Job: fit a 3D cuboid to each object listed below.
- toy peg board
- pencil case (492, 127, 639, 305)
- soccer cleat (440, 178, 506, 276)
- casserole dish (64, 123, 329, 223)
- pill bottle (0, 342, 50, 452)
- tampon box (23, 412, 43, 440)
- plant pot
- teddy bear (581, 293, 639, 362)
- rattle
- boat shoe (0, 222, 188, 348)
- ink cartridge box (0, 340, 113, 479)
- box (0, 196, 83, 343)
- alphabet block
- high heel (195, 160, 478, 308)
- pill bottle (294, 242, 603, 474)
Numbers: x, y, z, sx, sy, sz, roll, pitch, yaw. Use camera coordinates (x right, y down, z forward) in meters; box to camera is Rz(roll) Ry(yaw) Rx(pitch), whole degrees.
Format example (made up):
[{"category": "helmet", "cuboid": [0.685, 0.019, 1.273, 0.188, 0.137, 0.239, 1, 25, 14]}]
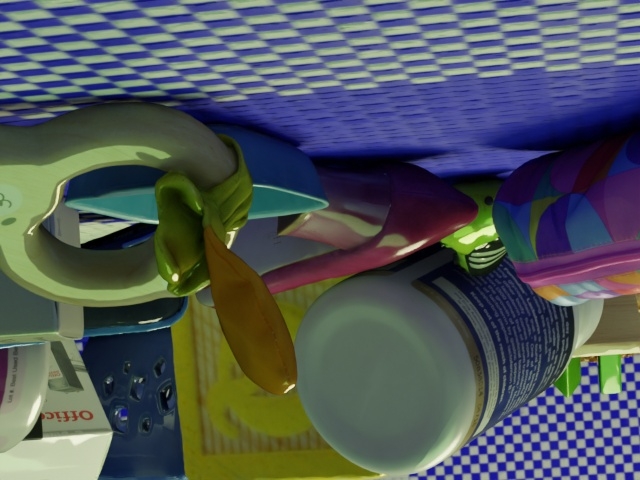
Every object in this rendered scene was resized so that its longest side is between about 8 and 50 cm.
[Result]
[{"category": "toy peg board", "cuboid": [0.198, 0.071, 1.704, 0.161, 0.079, 0.160, -4, -142, 3]}, {"category": "pencil case", "cuboid": [0.191, -0.018, 1.078, 0.104, 0.104, 0.236, -2, 174, -24]}, {"category": "soccer cleat", "cuboid": [0.125, -0.011, 1.351, 0.072, 0.060, 0.179, -10, 172, 11]}, {"category": "casserole dish", "cuboid": [-0.065, -0.035, 1.037, 0.114, 0.037, 0.188, -5, 174, 17]}, {"category": "pill bottle", "cuboid": [-0.367, 0.084, 1.408, 0.301, 0.169, 0.169, 1, 173, -37]}, {"category": "tampon box", "cuboid": [-0.313, 0.103, 1.698, 0.101, 0.161, 0.120, -2, 175, -24]}, {"category": "plant pot", "cuboid": [-0.125, 0.142, 2.010, 0.236, 0.212, 0.236, 0, 173, -39]}, {"category": "teddy bear", "cuboid": [0.387, 0.038, 1.966, 0.338, 0.113, 0.245, -11, -177, -9]}, {"category": "rattle", "cuboid": [-0.125, 0.013, 0.879, 0.200, 0.143, 0.130, 8, 150, -27]}, {"category": "boat shoe", "cuboid": [-0.221, 0.025, 1.355, 0.258, 0.089, 0.109, -7, -169, -36]}, {"category": "ink cartridge box", "cuboid": [-0.316, 0.146, 1.877, 0.158, 0.218, 0.092, -1, 134, -30]}, {"category": "box", "cuboid": [-0.295, 0.026, 1.213, 0.275, 0.094, 0.113, -4, 176, 3]}, {"category": "alphabet block", "cuboid": [-0.002, 0.102, 1.657, 0.192, 0.193, 0.197, -7, 180, 21]}, {"category": "high heel", "cuboid": [0.000, 0.000, 1.245, 0.117, 0.082, 0.244, 9, 158, -22]}, {"category": "pill bottle", "cuboid": [0.109, 0.070, 1.488, 0.153, 0.153, 0.265, -8, -170, 36]}]
